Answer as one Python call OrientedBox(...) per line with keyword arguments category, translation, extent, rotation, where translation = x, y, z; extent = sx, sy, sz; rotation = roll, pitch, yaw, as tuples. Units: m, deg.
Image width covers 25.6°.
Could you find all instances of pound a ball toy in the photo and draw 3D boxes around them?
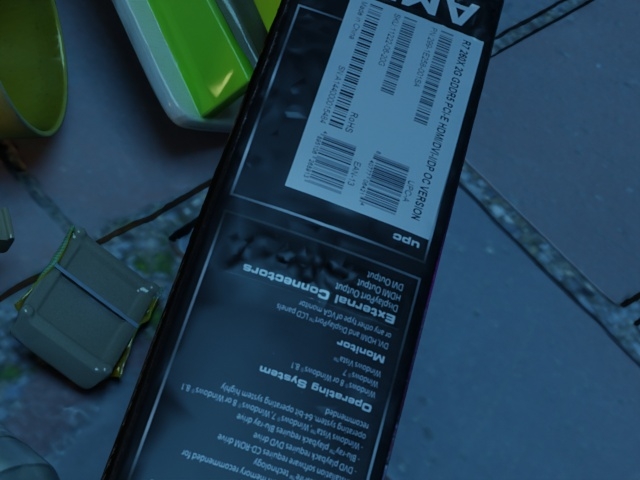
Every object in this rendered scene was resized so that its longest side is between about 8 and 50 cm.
OrientedBox(category="pound a ball toy", translation=(-0.097, -0.212, 0.864), extent=(0.136, 0.208, 0.319), rotation=(-3, 63, -54))

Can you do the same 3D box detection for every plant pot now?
OrientedBox(category="plant pot", translation=(-0.206, -0.112, 0.764), extent=(0.095, 0.134, 0.134), rotation=(-11, 53, 9))

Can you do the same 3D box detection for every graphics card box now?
OrientedBox(category="graphics card box", translation=(-0.033, 0.083, 0.565), extent=(0.094, 0.233, 0.371), rotation=(18, 58, -3))

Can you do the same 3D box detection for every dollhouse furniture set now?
OrientedBox(category="dollhouse furniture set", translation=(-0.165, 0.020, 0.731), extent=(0.152, 0.058, 0.076), rotation=(38, 41, -13))

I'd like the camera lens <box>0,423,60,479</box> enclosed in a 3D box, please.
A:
OrientedBox(category="camera lens", translation=(-0.247, 0.100, 0.514), extent=(0.274, 0.219, 0.219), rotation=(38, 52, 12))
